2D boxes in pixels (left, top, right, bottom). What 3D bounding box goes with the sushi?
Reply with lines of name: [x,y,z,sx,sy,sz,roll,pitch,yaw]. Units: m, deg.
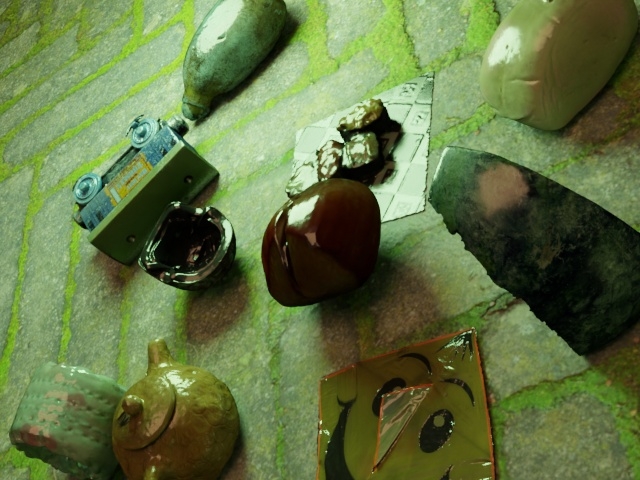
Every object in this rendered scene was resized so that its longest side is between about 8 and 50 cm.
sushi: [0.049,-0.145,1.625,0.292,0.059,0.294,-18,48,30]

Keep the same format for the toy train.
toy train: [-0.352,-0.107,1.906,0.300,0.131,0.202,-46,48,5]

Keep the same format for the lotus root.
lotus root: [-0.199,-0.395,1.975,0.322,0.140,0.158,-51,41,2]

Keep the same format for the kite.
kite: [0.117,0.251,1.297,0.377,0.013,0.327,26,78,49]

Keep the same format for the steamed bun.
steamed bun: [0.334,-0.290,1.411,0.239,0.152,0.170,-50,40,-5]

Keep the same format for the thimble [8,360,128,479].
thimble: [-0.409,0.303,1.603,0.211,0.185,0.149,132,159,-62]

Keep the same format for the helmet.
helmet: [-0.219,0.025,1.700,0.177,0.107,0.153,15,66,26]

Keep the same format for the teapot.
teapot: [-0.239,0.287,1.464,0.203,0.167,0.311,-27,46,23]

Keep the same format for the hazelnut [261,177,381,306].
hazelnut: [-0.002,-0.002,1.468,0.212,0.181,0.181,-23,79,42]

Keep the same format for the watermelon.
watermelon: [0.258,0.019,1.195,0.148,0.318,0.226,-59,0,-5]
